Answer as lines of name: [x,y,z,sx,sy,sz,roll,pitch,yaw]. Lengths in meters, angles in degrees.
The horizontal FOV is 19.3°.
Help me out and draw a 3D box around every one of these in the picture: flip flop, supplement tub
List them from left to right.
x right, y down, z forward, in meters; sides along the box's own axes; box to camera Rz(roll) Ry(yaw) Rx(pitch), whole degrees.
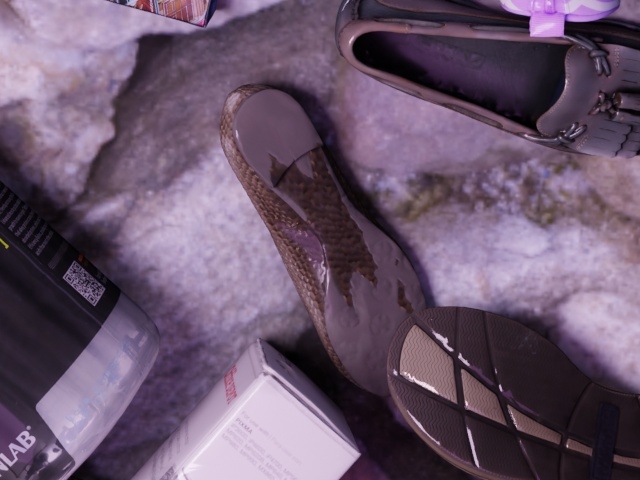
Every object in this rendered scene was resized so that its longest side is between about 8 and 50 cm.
supplement tub: [-0.292,0.029,1.265,0.338,0.207,0.207,44,110,-10]
flip flop: [0.168,0.132,1.318,0.277,0.080,0.112,19,72,-15]

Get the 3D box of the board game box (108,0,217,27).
board game box: [-0.123,-0.276,1.215,0.165,0.042,0.243,16,112,1]

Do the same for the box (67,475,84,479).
box: [-0.193,0.258,1.396,0.233,0.044,0.159,20,86,-1]

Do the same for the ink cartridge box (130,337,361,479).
ink cartridge box: [-0.079,0.182,1.293,0.092,0.158,0.218,40,91,-6]

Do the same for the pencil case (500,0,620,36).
pencil case: [0.150,-0.238,1.173,0.086,0.088,0.206,-1,112,9]

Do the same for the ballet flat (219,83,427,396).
ballet flat: [0.000,0.000,1.305,0.084,0.058,0.250,-38,112,-18]

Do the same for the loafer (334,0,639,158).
loafer: [0.136,-0.102,1.229,0.267,0.084,0.096,14,112,1]
